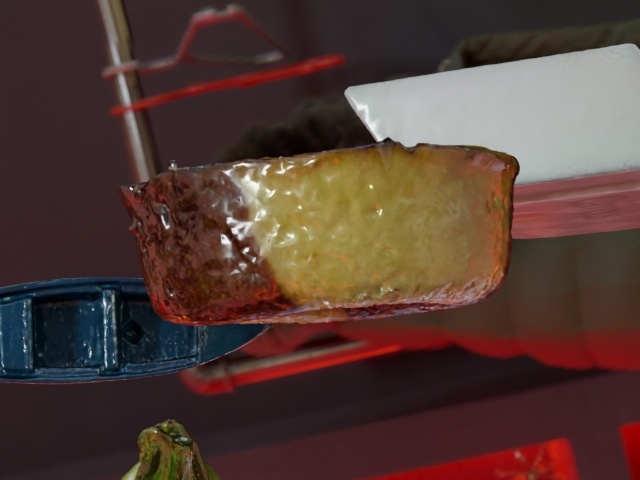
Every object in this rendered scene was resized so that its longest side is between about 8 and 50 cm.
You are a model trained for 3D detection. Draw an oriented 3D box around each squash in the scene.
[{"bbox_3d":[-0.083,0.154,0.664,0.090,0.075,0.200,46,159,20],"label":"squash"}]

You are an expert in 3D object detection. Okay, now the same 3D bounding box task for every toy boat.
[{"bbox_3d":[-0.194,0.086,1.170,0.062,0.299,0.096,113,154,-77],"label":"toy boat"}]

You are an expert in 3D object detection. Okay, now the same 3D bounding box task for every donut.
[{"bbox_3d":[0.000,0.000,0.570,0.166,0.184,0.073,26,-121,-76],"label":"donut"}]

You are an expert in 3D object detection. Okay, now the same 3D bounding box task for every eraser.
[{"bbox_3d":[0.170,-0.056,0.890,0.397,0.213,0.082,12,-108,-74],"label":"eraser"}]
